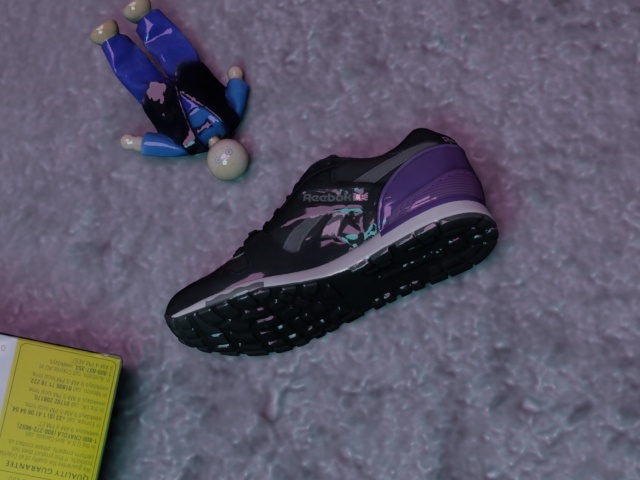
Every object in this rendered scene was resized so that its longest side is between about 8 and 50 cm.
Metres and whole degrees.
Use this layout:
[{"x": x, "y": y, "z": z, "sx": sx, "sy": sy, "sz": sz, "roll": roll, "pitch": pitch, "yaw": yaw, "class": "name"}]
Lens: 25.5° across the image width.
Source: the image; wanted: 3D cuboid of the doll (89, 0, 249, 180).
[{"x": -0.129, "y": -0.126, "z": 1.269, "sx": 0.129, "sy": 0.046, "sz": 0.189, "roll": -38, "pitch": 75, "yaw": -7, "class": "doll"}]

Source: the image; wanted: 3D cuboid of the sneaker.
[{"x": 0.000, "y": 0.000, "z": 1.188, "sx": 0.283, "sy": 0.107, "sz": 0.124, "roll": -21, "pitch": 57, "yaw": 5, "class": "sneaker"}]

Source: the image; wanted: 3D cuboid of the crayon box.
[{"x": -0.294, "y": 0.233, "z": 1.165, "sx": 0.202, "sy": 0.081, "sz": 0.318, "roll": 13, "pitch": 78, "yaw": -7, "class": "crayon box"}]
